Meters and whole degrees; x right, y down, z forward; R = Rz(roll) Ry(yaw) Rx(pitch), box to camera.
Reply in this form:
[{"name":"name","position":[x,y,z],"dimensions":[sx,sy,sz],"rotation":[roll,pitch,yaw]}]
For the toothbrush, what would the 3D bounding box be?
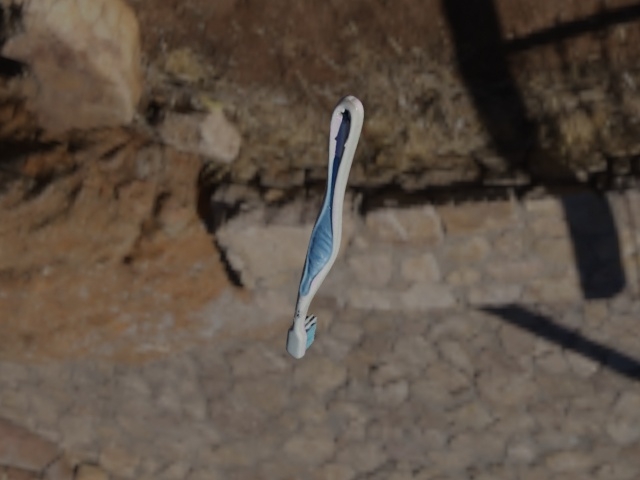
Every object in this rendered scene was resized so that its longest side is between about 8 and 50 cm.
[{"name":"toothbrush","position":[0.000,0.000,0.582],"dimensions":[0.014,0.017,0.162],"rotation":[34,145,17]}]
